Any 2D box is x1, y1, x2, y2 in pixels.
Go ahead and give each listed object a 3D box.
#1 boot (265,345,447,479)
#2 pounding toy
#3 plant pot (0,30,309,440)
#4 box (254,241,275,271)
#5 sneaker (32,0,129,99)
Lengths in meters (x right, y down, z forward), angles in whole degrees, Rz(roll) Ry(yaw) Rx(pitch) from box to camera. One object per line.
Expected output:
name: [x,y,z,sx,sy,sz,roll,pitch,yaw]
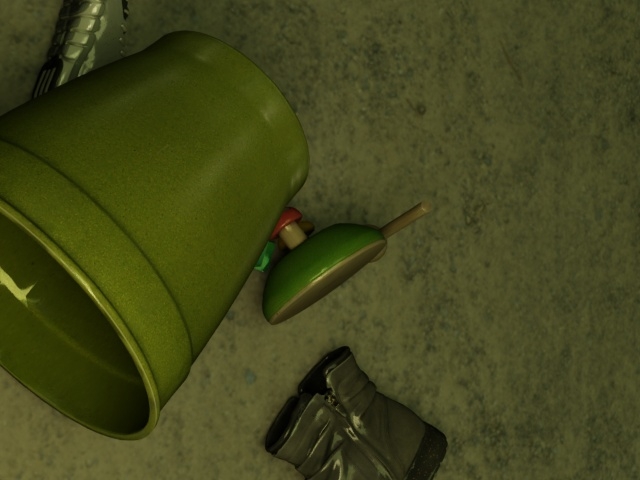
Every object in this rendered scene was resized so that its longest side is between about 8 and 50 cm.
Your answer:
boot: [0.008,0.323,1.598,0.223,0.118,0.338,40,56,-20]
pounding toy: [0.000,0.000,1.588,0.237,0.183,0.110,-31,81,-31]
plant pot: [-0.204,-0.037,1.347,0.353,0.366,0.366,-46,110,-31]
box: [-0.124,-0.034,1.573,0.179,0.043,0.105,23,74,-30]
sneaker: [-0.250,-0.237,1.496,0.132,0.086,0.228,25,83,-33]
